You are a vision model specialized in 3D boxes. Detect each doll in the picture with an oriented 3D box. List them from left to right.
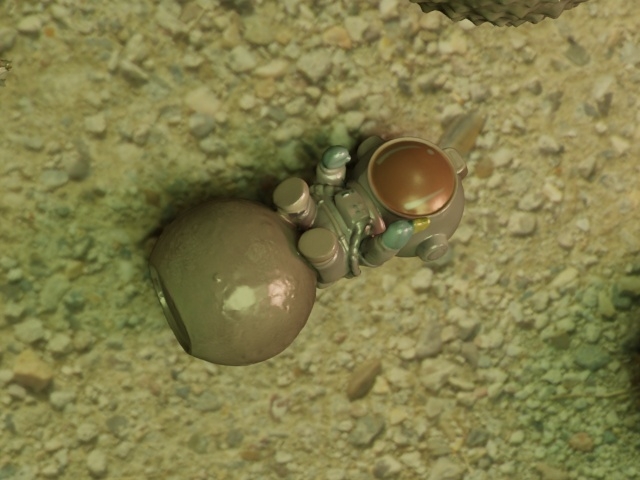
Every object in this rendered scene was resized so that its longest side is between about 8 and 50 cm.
[{"bbox_3d":[0.000,0.000,1.469,0.287,0.151,0.151,-26,116,-14],"label":"doll"}]

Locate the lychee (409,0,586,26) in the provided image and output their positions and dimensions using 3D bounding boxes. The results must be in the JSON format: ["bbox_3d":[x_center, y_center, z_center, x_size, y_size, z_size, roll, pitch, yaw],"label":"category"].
[{"bbox_3d":[0.118,-0.297,1.309,0.300,0.300,0.300,-6,112,-16],"label":"lychee"}]

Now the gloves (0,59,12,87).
[{"bbox_3d":[-0.319,-0.151,1.338,0.153,0.070,0.114,38,96,-24],"label":"gloves"}]
